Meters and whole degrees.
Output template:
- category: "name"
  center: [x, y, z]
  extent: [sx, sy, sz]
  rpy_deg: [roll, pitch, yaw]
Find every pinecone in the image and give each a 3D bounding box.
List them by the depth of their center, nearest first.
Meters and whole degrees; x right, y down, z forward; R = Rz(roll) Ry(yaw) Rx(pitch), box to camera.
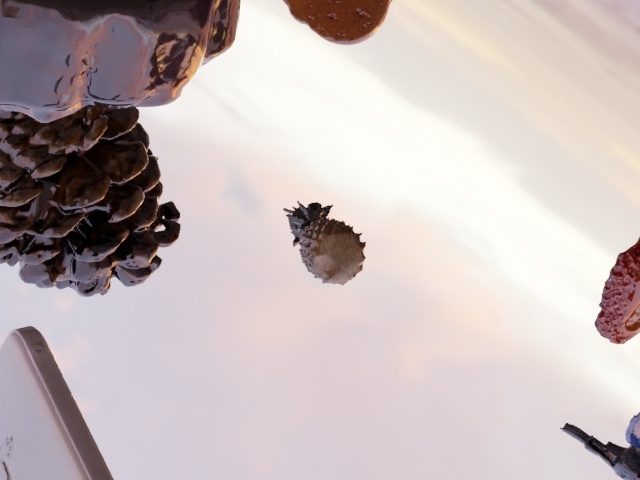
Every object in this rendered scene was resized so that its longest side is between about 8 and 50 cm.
- category: "pinecone"
  center: [-0.267, -0.055, 1.808]
  extent: [0.224, 0.224, 0.272]
  rpy_deg: [46, 166, 46]

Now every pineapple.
- category: "pineapple"
  center: [0.000, 0.000, 1.543]
  extent: [0.058, 0.058, 0.124]
  rpy_deg: [34, -177, -19]

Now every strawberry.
- category: "strawberry"
  center: [0.356, 0.049, 1.915]
  extent: [0.104, 0.152, 0.048]
  rpy_deg: [15, -165, -36]

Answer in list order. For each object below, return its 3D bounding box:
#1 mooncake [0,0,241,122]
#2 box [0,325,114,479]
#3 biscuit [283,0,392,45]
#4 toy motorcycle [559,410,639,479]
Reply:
- category: "mooncake"
  center: [-0.209, -0.209, 1.539]
  extent: [0.283, 0.141, 0.283]
  rpy_deg: [2, -144, -2]
- category: "box"
  center: [-0.208, 0.217, 1.442]
  extent: [0.044, 0.142, 0.285]
  rpy_deg: [-11, -121, -36]
- category: "biscuit"
  center: [0.014, -0.267, 1.888]
  extent: [0.130, 0.102, 0.019]
  rpy_deg: [43, -177, 12]
- category: "toy motorcycle"
  center: [0.383, 0.221, 1.659]
  extent: [0.125, 0.212, 0.358]
  rpy_deg: [24, -151, -46]
